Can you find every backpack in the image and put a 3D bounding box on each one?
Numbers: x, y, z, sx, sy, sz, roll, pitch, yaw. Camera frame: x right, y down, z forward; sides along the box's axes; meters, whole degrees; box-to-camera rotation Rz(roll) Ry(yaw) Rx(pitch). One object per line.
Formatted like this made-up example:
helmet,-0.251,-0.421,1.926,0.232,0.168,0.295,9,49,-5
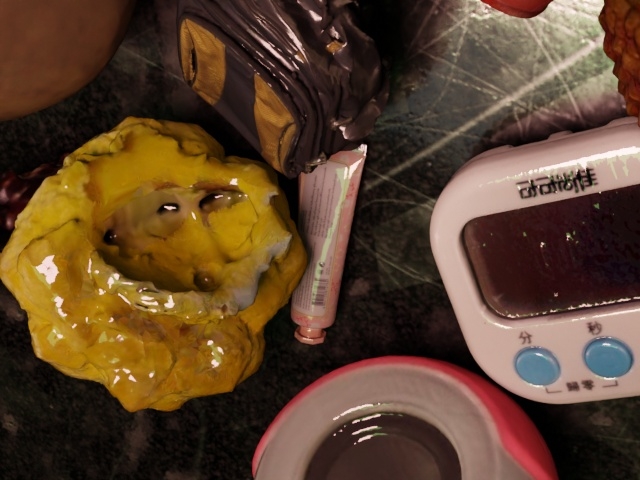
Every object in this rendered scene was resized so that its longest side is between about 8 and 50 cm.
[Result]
backpack,-0.030,-0.163,0.942,0.206,0.258,0.133,39,80,6

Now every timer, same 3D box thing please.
timer,0.235,0.019,0.980,0.262,0.087,0.237,-12,110,28

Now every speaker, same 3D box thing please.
speaker,0.072,0.256,1.055,0.294,0.294,0.294,10,118,20

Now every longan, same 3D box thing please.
longan,-0.298,-0.247,0.976,0.297,0.297,0.297,10,118,20

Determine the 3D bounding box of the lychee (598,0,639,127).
lychee,0.322,-0.128,0.788,0.271,0.236,0.236,30,123,19

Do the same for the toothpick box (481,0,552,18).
toothpick box,0.201,-0.327,0.756,0.204,0.204,0.333,48,124,-4

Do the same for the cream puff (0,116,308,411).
cream puff,-0.134,0.023,1.022,0.185,0.281,0.282,16,130,63

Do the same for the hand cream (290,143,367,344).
hand cream,0.000,0.000,1.109,0.067,0.043,0.210,16,115,19

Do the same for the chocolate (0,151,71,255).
chocolate,-0.239,-0.014,1.171,0.177,0.206,0.224,-40,109,-10
